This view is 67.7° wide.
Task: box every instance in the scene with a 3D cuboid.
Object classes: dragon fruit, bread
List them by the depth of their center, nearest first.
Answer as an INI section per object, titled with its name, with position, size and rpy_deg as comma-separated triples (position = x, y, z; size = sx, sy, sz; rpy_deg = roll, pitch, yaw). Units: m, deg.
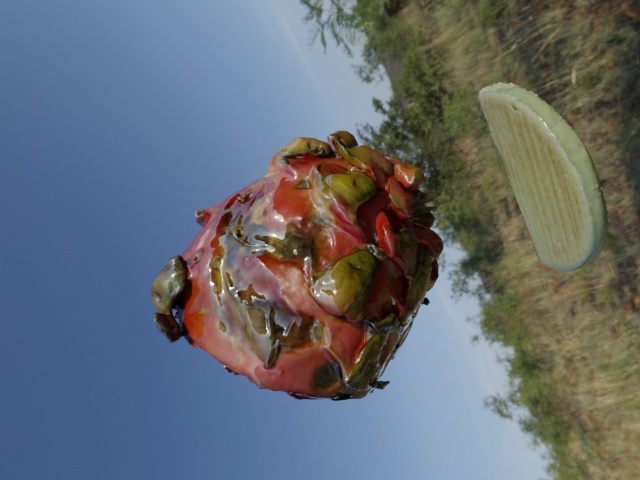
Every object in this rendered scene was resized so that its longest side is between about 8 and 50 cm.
[bread]
position = 0.208, -0.054, 0.419
size = 0.193, 0.036, 0.112
rpy_deg = 63, 179, -12
[dragon fruit]
position = 0.000, 0.000, 0.570
size = 0.296, 0.263, 0.314
rpy_deg = 24, -171, 12
